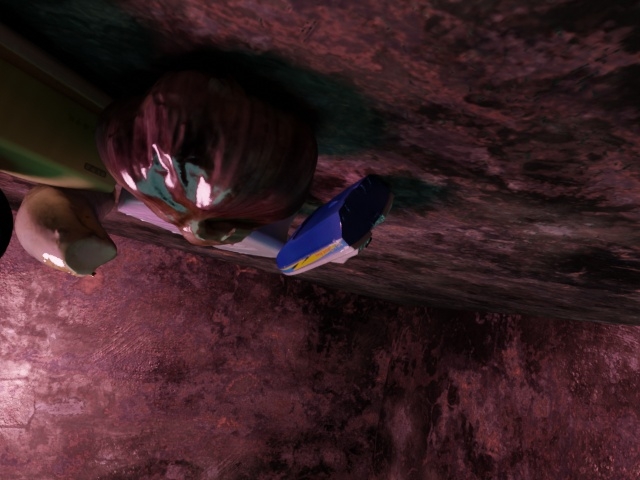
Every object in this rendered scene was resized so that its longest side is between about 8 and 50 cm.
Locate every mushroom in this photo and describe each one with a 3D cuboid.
[{"bbox_3d":[-0.357,-0.044,0.656,0.122,0.095,0.351,9,-163,-28],"label":"mushroom"}]

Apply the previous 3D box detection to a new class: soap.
[{"bbox_3d":[-0.202,-0.065,0.801,0.208,0.115,0.347,6,169,26],"label":"soap"}]

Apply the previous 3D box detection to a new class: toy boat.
[{"bbox_3d":[0.000,0.000,0.754,0.088,0.129,0.295,45,147,-10],"label":"toy boat"}]

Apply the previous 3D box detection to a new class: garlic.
[{"bbox_3d":[-0.128,-0.077,0.508,0.245,0.160,0.245,13,170,2],"label":"garlic"}]

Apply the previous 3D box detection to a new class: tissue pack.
[{"bbox_3d":[-0.345,-0.145,0.483,0.159,0.125,0.234,9,170,22],"label":"tissue pack"}]

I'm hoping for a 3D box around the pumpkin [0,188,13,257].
[{"bbox_3d":[-0.404,-0.032,0.431,0.194,0.150,0.194,-9,152,-5],"label":"pumpkin"}]
